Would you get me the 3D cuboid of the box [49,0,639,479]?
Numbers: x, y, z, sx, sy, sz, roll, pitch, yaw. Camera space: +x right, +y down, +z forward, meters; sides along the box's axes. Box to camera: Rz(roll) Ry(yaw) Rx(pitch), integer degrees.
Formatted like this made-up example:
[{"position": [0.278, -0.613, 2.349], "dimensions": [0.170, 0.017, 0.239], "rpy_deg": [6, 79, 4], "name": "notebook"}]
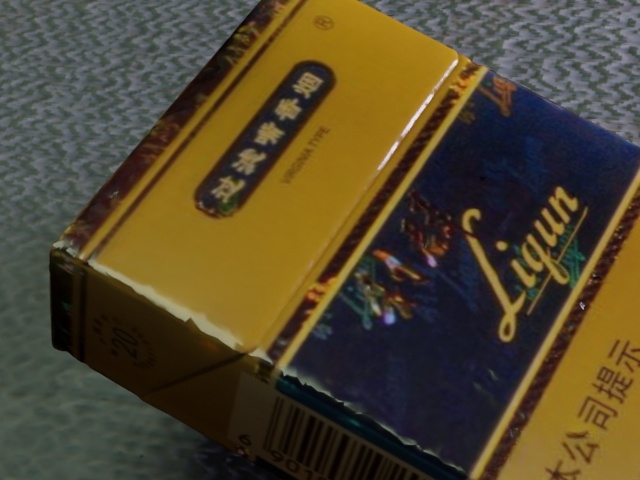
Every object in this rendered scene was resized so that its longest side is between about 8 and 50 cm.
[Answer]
[{"position": [0.050, 0.025, 0.502], "dimensions": [0.237, 0.070, 0.152], "rpy_deg": [30, 55, 8], "name": "box"}]
